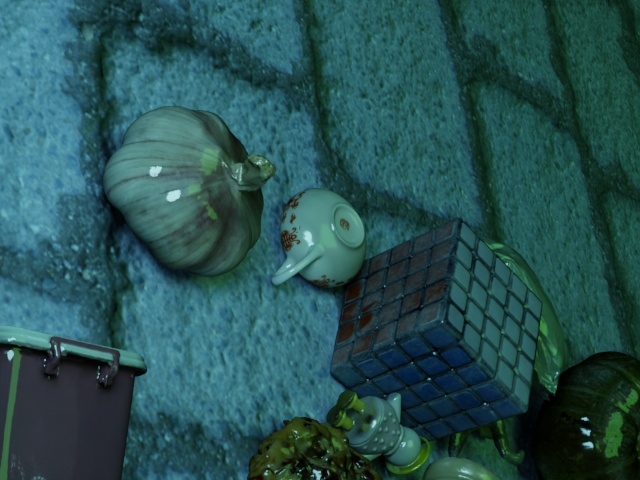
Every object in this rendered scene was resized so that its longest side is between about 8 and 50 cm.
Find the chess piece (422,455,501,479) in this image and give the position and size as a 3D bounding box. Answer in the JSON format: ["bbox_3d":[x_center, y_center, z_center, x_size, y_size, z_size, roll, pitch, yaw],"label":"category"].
[{"bbox_3d":[0.191,0.470,1.860,0.143,0.143,0.261,46,44,-24],"label":"chess piece"}]

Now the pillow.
[{"bbox_3d":[0.347,0.129,2.224,0.310,0.138,0.283,62,11,-2],"label":"pillow"}]

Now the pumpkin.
[{"bbox_3d":[0.481,0.372,2.238,0.232,0.242,0.325,-6,87,-31],"label":"pumpkin"}]

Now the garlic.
[{"bbox_3d":[-0.146,-0.078,1.661,0.245,0.253,0.245,18,64,-41],"label":"garlic"}]

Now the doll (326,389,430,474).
[{"bbox_3d":[0.096,0.296,1.877,0.207,0.081,0.129,39,78,-35],"label":"doll"}]

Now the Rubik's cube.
[{"bbox_3d":[0.185,0.150,1.950,0.237,0.237,0.238,45,41,-27],"label":"Rubik's cube"}]

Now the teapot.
[{"bbox_3d":[0.000,0.000,1.932,0.245,0.116,0.159,-35,109,-48],"label":"teapot"}]

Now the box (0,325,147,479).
[{"bbox_3d":[-0.328,0.194,1.238,0.193,0.294,0.167,21,64,-44],"label":"box"}]

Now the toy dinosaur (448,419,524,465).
[{"bbox_3d":[0.263,0.270,2.120,0.162,0.077,0.294,35,30,-28],"label":"toy dinosaur"}]

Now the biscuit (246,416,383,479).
[{"bbox_3d":[0.004,0.405,1.701,0.289,0.081,0.334,37,45,-32],"label":"biscuit"}]
